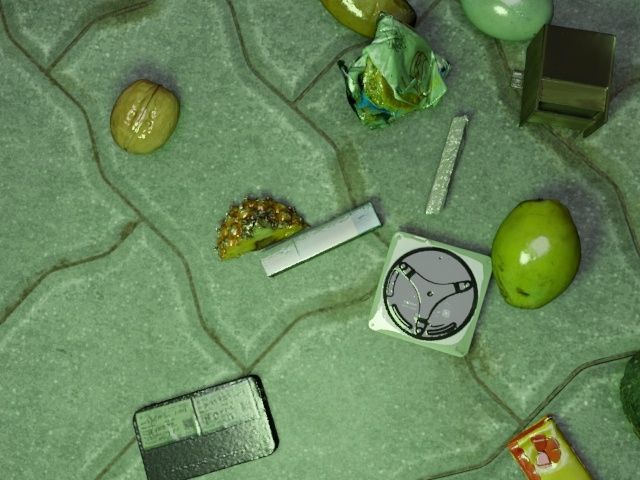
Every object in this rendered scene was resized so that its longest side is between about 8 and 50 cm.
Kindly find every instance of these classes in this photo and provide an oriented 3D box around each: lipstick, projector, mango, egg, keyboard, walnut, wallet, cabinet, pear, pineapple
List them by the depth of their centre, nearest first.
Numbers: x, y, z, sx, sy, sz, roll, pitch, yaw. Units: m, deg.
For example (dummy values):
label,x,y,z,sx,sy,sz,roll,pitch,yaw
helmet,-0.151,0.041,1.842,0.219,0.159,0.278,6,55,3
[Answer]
label,x,y,z,sx,sy,sz,roll,pitch,yaw
pear,0.507,0.032,1.801,0.212,0.212,0.269,9,95,9
wallet,0.563,0.556,1.822,0.141,0.067,0.241,-35,82,6
cabinet,0.587,-0.377,1.832,0.175,0.148,0.215,9,80,0
egg,0.455,-0.582,1.871,0.236,0.169,0.169,29,90,10
projector,0.271,0.131,1.889,0.257,0.079,0.259,16,90,8
keyboard,0.544,-0.396,1.924,0.129,0.015,0.049,12,82,9
pineapple,-0.176,-0.056,1.931,0.250,0.164,0.140,-22,75,9
mango,0.092,-0.634,1.941,0.176,0.175,0.329,-34,102,27
lipstick,0.000,0.000,1.944,0.317,0.066,0.068,-25,83,6
walnut,-0.461,-0.320,1.991,0.165,0.165,0.197,32,83,9

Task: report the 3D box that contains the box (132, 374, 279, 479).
label,x,y,z,sx,sy,sz,roll,pitch,yaw
box,-0.296,0.488,1.956,0.350,0.058,0.211,-17,82,7

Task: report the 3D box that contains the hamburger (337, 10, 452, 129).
label,x,y,z,sx,sy,sz,roll,pitch,yaw
hamburger,0.194,-0.400,1.864,0.276,0.150,0.260,-52,123,-13

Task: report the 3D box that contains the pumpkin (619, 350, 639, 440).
label,x,y,z,sx,sy,sz,roll,pitch,yaw
pumpkin,0.843,0.367,1.704,0.328,0.257,0.291,0,98,16

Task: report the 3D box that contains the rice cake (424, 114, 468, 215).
label,x,y,z,sx,sy,sz,roll,pitch,yaw
rice cake,0.318,-0.186,1.921,0.049,0.055,0.270,17,89,20
